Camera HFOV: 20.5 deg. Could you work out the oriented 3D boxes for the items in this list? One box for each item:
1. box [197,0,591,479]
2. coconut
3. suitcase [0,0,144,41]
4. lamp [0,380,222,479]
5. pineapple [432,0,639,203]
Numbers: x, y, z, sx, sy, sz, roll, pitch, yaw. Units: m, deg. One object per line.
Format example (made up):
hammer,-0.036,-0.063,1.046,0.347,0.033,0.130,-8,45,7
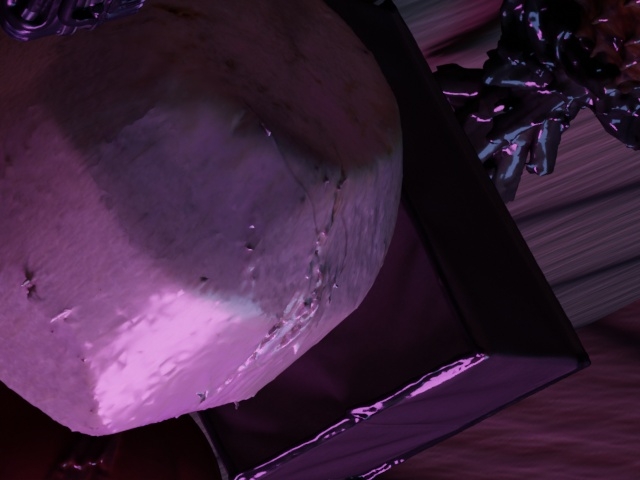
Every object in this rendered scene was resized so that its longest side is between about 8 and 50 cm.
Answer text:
box,0.000,0.000,1.011,0.188,0.252,0.153,-31,165,25
coconut,-0.089,-0.018,0.842,0.230,0.227,0.227,-43,160,30
suitcase,-0.094,-0.135,0.595,0.059,0.126,0.086,-18,164,-26
lamp,-0.218,0.181,1.274,0.303,0.257,0.303,13,173,2
pineapple,0.191,-0.122,1.121,0.170,0.141,0.310,33,139,-19
